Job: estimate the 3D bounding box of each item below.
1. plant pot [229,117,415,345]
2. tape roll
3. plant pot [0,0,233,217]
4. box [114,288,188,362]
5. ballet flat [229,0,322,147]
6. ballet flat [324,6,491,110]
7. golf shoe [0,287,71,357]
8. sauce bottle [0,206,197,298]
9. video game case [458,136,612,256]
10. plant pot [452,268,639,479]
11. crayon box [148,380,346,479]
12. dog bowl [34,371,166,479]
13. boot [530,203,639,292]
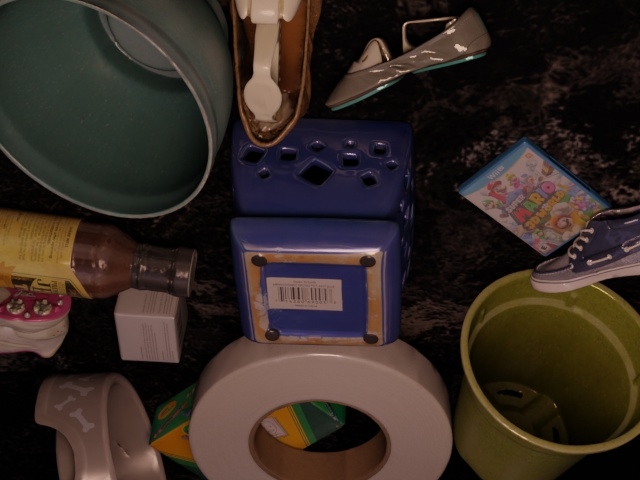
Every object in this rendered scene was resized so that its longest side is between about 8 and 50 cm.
[{"bbox_3d":[0.000,0.000,1.510,0.236,0.212,0.236,2,135,4],"label":"plant pot"},{"bbox_3d":[-0.001,0.275,1.759,0.392,0.072,0.392,1,132,1],"label":"tape roll"},{"bbox_3d":[-0.217,-0.197,1.337,0.293,0.196,0.293,14,136,14],"label":"plant pot"},{"bbox_3d":[-0.240,0.105,1.713,0.087,0.102,0.101,2,134,2],"label":"box"},{"bbox_3d":[-0.058,-0.243,1.345,0.116,0.124,0.342,7,134,2],"label":"ballet flat"},{"bbox_3d":[0.094,-0.217,1.405,0.213,0.072,0.068,-18,102,21],"label":"ballet flat"},{"bbox_3d":[-0.516,0.111,1.746,0.306,0.115,0.140,8,137,0],"label":"golf shoe"},{"bbox_3d":[-0.344,0.022,1.638,0.344,0.111,0.111,8,134,1],"label":"sauce bottle"},{"bbox_3d":[0.280,-0.054,1.562,0.166,0.015,0.119,34,128,-23],"label":"video game case"},{"bbox_3d":[0.300,0.222,1.677,0.276,0.276,0.254,10,145,-3],"label":"plant pot"},{"bbox_3d":[-0.114,0.274,1.872,0.278,0.081,0.165,-34,122,32],"label":"crayon box"},{"bbox_3d":[-0.317,0.359,1.813,0.102,0.349,0.349,-16,131,4],"label":"dog bowl"},{"bbox_3d":[0.354,0.007,1.570,0.190,0.069,0.086,-15,114,28],"label":"boot"}]
